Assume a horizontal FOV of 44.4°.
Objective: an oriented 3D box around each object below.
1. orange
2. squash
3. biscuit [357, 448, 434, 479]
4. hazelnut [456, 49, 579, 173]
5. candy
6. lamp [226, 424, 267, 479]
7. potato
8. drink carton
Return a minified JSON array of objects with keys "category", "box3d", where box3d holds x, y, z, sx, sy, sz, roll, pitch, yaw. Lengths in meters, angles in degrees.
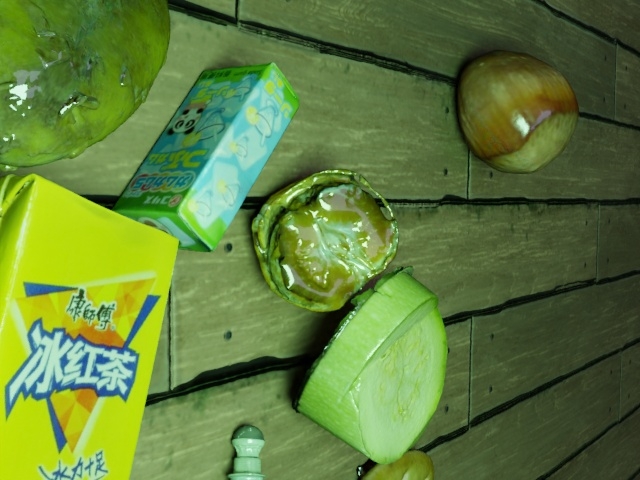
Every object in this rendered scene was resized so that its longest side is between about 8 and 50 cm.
[{"category":"orange","box3d":[0.000,0.000,0.882,0.169,0.112,0.160,9,84,-14]},{"category":"squash","box3d":[0.075,0.142,0.912,0.220,0.133,0.220,-43,154,-28]},{"category":"biscuit","box3d":[0.092,0.393,1.093,0.260,0.041,0.203,-39,123,-42]},{"category":"hazelnut","box3d":[0.305,-0.205,1.227,0.214,0.176,0.214,41,33,-34]},{"category":"candy","box3d":[-0.105,-0.081,0.747,0.062,0.097,0.195,55,51,-41]},{"category":"lamp","box3d":[-0.077,0.279,0.833,0.091,0.090,0.164,28,57,-50]},{"category":"potato","box3d":[-0.193,-0.153,0.602,0.251,0.113,0.149,-55,128,-43]},{"category":"drink carton","box3d":[-0.222,0.141,0.578,0.154,0.111,0.352,29,66,-52]}]
